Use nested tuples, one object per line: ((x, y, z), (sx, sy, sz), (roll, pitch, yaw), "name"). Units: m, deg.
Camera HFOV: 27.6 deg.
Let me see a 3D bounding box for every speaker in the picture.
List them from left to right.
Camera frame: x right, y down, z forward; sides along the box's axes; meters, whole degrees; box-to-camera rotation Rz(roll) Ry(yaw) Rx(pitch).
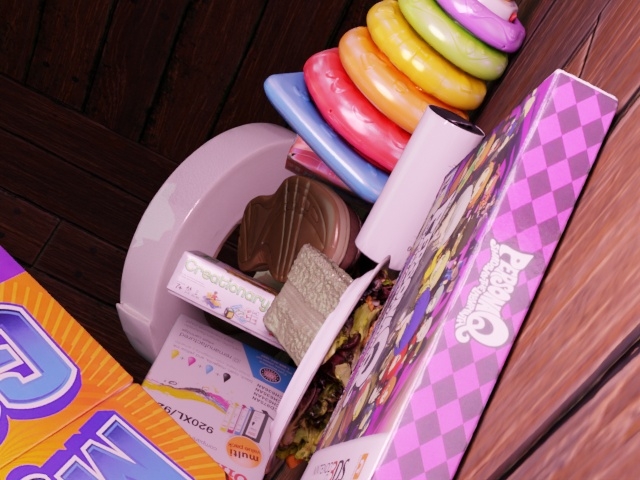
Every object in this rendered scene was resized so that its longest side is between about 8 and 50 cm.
((0.083, -0.044, 1.089), (0.136, 0.055, 0.055), (-62, 3, 18), "speaker")

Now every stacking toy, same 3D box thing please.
((0.112, -0.182, 1.143), (0.302, 0.166, 0.175), (-48, -12, 23), "stacking toy")

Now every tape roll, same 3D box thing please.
((-0.114, 0.025, 1.833), (0.392, 0.072, 0.392), (-34, -41, -36), "tape roll")

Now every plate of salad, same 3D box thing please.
((0.015, 0.103, 1.036), (0.200, 0.048, 0.200), (-58, -8, -13), "plate of salad")

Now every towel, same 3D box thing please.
((-0.006, 0.073, 1.299), (0.110, 0.027, 0.148), (-62, 33, 12), "towel")

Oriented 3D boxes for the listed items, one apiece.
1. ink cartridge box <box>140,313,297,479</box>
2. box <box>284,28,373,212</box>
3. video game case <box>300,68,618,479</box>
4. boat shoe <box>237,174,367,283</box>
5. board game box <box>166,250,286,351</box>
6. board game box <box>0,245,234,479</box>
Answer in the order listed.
((-0.150, 0.241, 1.511), (0.168, 0.171, 0.232), (-62, 3, 35), "ink cartridge box")
((0.053, -0.122, 1.483), (0.154, 0.142, 0.300), (-63, 2, -2), "box")
((0.064, 0.044, 0.699), (0.232, 0.042, 0.210), (-63, 4, -14), "video game case")
((0.000, 0.000, 1.511), (0.342, 0.123, 0.123), (169, 110, -72), "boat shoe")
((-0.079, 0.076, 1.549), (0.053, 0.193, 0.305), (-63, 3, -2), "board game box")
((-0.322, 0.281, 0.996), (0.356, 0.356, 0.356), (-52, -11, 31), "board game box")
